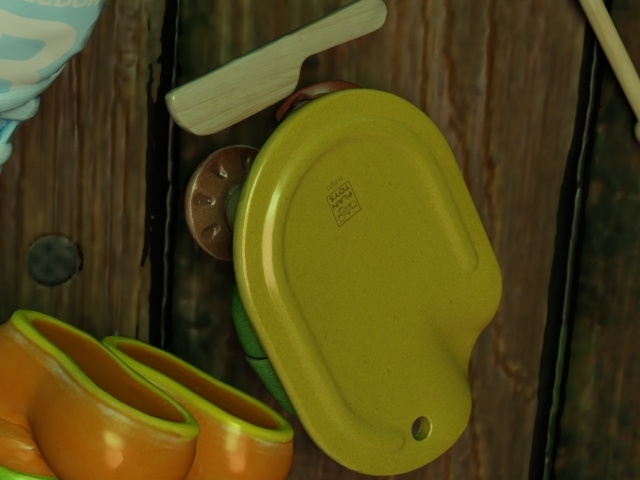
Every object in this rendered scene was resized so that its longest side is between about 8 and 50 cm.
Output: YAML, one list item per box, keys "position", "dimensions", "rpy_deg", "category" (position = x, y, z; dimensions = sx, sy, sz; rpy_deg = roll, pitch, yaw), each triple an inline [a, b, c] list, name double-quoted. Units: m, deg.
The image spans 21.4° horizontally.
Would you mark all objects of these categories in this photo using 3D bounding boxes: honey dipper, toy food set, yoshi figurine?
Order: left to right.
- position: [-0.131, 0.224, 0.689]
  dimensions: [0.204, 0.203, 0.362]
  rpy_deg: [29, 94, -19]
  category: "yoshi figurine"
- position: [0.000, 0.000, 0.749]
  dimensions: [0.128, 0.071, 0.218]
  rpy_deg: [-38, 118, -29]
  category: "toy food set"
- position: [0.124, -0.106, 0.767]
  dimensions: [0.030, 0.030, 0.160]
  rpy_deg: [-33, 115, -4]
  category: "honey dipper"

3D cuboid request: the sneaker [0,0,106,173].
- position: [-0.147, -0.080, 0.609]
  dimensions: [0.135, 0.150, 0.365]
  rpy_deg: [-5, 111, -41]
  category: "sneaker"
